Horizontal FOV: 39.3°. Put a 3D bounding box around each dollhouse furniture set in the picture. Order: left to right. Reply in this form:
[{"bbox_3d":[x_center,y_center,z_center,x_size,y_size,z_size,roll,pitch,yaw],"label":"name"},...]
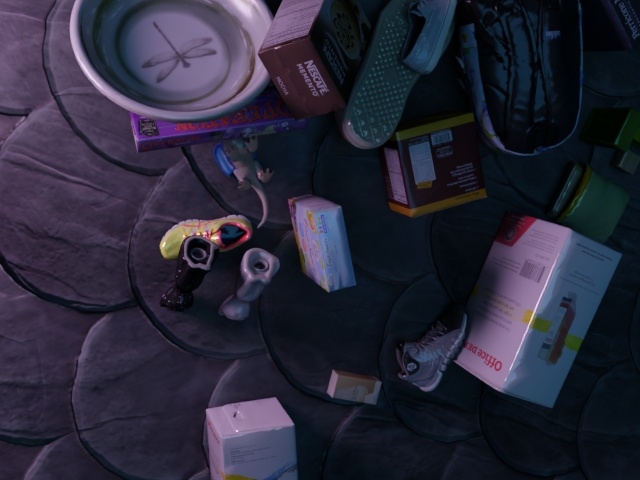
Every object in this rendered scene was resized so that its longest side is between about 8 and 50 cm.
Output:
[{"bbox_3d":[0.706,-0.144,2.150,0.197,0.151,0.301,25,92,-21],"label":"dollhouse furniture set"}]

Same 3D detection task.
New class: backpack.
[{"bbox_3d":[0.445,-0.363,1.984,0.290,0.273,0.355,-13,90,-11],"label":"backpack"}]

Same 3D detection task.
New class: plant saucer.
[{"bbox_3d":[-0.284,-0.381,1.755,0.400,0.100,0.400,6,63,-12],"label":"plant saucer"}]

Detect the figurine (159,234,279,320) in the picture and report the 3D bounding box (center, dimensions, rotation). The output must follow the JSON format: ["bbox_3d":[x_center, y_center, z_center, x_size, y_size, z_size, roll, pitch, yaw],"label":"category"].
[{"bbox_3d":[-0.217,0.097,1.898,0.215,0.092,0.209,12,138,-20],"label":"figurine"}]

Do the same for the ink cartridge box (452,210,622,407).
[{"bbox_3d":[0.481,0.151,2.067,0.160,0.279,0.385,23,93,-21],"label":"ink cartridge box"}]

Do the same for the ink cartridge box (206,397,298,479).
[{"bbox_3d":[-0.150,0.493,1.981,0.168,0.171,0.233,-7,103,-17],"label":"ink cartridge box"}]

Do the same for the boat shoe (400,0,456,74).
[{"bbox_3d":[0.222,-0.463,1.872,0.081,0.079,0.227,20,80,-27],"label":"boat shoe"}]

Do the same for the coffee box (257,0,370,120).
[{"bbox_3d":[-0.004,-0.399,1.778,0.119,0.297,0.168,-11,130,26],"label":"coffee box"}]

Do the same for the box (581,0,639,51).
[{"bbox_3d":[0.717,-0.661,2.025,0.395,0.212,0.293,-39,110,-7],"label":"box"}]

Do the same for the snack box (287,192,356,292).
[{"bbox_3d":[0.000,0.000,1.918,0.070,0.207,0.174,-15,104,-15],"label":"snack box"}]

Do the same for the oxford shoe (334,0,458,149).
[{"bbox_3d":[0.156,-0.388,1.947,0.169,0.130,0.449,32,75,-15],"label":"oxford shoe"}]

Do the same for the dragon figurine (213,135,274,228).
[{"bbox_3d":[-0.171,-0.175,1.892,0.085,0.144,0.289,-31,126,-9],"label":"dragon figurine"}]

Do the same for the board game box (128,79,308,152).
[{"bbox_3d":[-0.217,-0.293,1.812,0.347,0.056,0.208,-11,65,-16],"label":"board game box"}]

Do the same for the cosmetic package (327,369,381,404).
[{"bbox_3d":[0.079,0.343,2.096,0.115,0.041,0.060,11,97,-20],"label":"cosmetic package"}]

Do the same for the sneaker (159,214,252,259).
[{"bbox_3d":[-0.239,-0.006,1.899,0.208,0.094,0.081,-18,105,-14],"label":"sneaker"}]

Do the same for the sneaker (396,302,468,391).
[{"bbox_3d":[0.252,0.239,2.112,0.132,0.086,0.229,22,94,-18],"label":"sneaker"}]

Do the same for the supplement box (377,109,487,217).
[{"bbox_3d":[0.247,-0.174,2.007,0.191,0.129,0.194,-16,105,-15],"label":"supplement box"}]
